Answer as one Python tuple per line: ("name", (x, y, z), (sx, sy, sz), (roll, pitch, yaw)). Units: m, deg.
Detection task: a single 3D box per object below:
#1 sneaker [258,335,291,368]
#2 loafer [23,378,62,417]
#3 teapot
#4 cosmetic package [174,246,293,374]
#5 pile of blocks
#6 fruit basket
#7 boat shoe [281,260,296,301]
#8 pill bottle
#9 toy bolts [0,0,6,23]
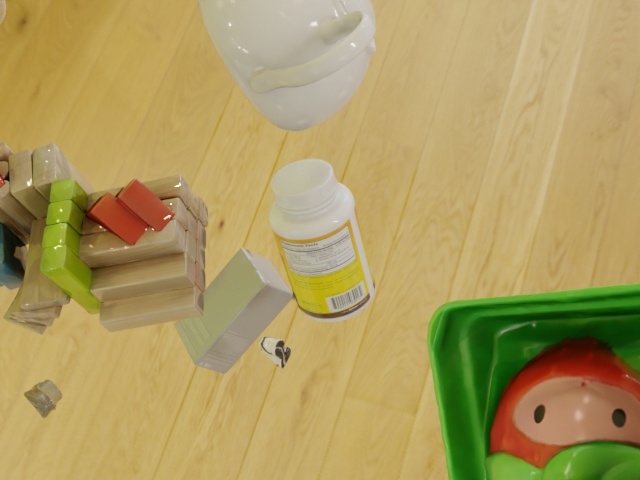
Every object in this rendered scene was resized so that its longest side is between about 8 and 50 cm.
("sneaker", (-0.085, 0.205, 1.561), (0.043, 0.109, 0.040), (17, 64, 20))
("loafer", (-0.473, 0.265, 1.432), (0.050, 0.148, 0.056), (-40, 103, -20))
("teapot", (-0.015, -0.265, 1.004), (0.187, 0.252, 0.256), (-27, 75, 17))
("cosmetic package", (-0.180, 0.146, 1.731), (0.238, 0.107, 0.127), (-45, 49, 13))
("pile of blocks", (-0.264, -0.020, 0.702), (0.362, 0.113, 0.149), (12, 65, 22))
("fruit basket", (0.203, 0.166, 0.497), (0.392, 0.392, 0.283), (-8, 87, -12))
("boat shoe", (-0.020, 0.018, 1.468), (0.091, 0.302, 0.114), (22, 50, 4))
("pill bottle", (0.000, 0.000, 1.133), (0.117, 0.215, 0.117), (-11, 36, 8))
("toy bolts", (-0.453, -0.210, 0.854), (0.228, 0.158, 0.218), (26, 109, 4))
